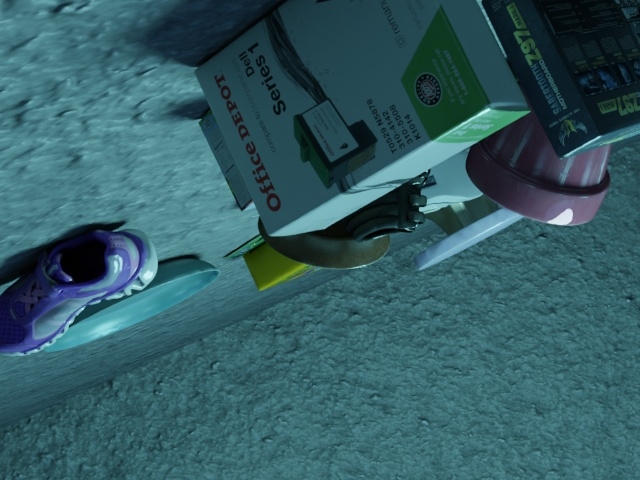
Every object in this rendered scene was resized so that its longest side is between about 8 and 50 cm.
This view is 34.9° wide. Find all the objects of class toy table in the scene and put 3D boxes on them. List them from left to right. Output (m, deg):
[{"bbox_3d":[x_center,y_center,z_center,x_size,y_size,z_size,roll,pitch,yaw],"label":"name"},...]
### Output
[{"bbox_3d":[0.282,-0.073,2.044,0.274,0.161,0.252,-27,173,7],"label":"toy table"}]

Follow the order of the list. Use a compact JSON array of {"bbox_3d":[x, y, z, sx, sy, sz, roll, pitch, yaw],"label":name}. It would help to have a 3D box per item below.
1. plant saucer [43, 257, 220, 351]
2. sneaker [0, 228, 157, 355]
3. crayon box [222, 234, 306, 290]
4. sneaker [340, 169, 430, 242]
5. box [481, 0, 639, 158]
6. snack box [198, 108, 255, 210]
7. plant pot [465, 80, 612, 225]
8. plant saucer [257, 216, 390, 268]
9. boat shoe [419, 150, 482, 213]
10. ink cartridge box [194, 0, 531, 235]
[{"bbox_3d":[-0.320,0.101,1.708,0.317,0.044,0.317,-24,173,-3],"label":"plant saucer"},{"bbox_3d":[-0.316,0.054,1.219,0.236,0.095,0.104,-31,166,5],"label":"sneaker"},{"bbox_3d":[0.000,0.000,1.915,0.203,0.083,0.323,-31,171,38],"label":"crayon box"},{"bbox_3d":[0.140,-0.099,1.416,0.295,0.147,0.104,-28,171,10],"label":"sneaker"},{"bbox_3d":[0.289,-0.195,1.074,0.232,0.183,0.059,-20,171,-44],"label":"box"},{"bbox_3d":[-0.035,-0.097,1.000,0.141,0.100,0.037,-20,170,-34],"label":"snack box"},{"bbox_3d":[0.321,-0.148,1.403,0.201,0.201,0.180,-19,137,-42],"label":"plant pot"},{"bbox_3d":[0.008,-0.028,1.497,0.198,0.198,0.036,-20,133,-38],"label":"plant saucer"},{"bbox_3d":[0.195,-0.093,1.868,0.267,0.096,0.088,-20,175,-29],"label":"boat shoe"},{"bbox_3d":[0.027,-0.119,0.806,0.219,0.160,0.092,-30,170,31],"label":"ink cartridge box"}]
